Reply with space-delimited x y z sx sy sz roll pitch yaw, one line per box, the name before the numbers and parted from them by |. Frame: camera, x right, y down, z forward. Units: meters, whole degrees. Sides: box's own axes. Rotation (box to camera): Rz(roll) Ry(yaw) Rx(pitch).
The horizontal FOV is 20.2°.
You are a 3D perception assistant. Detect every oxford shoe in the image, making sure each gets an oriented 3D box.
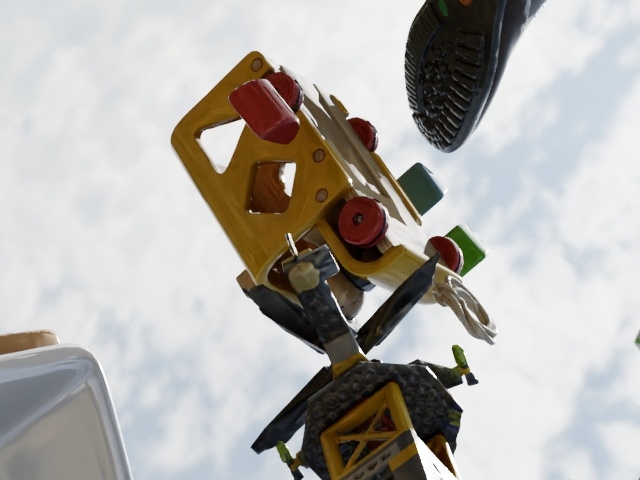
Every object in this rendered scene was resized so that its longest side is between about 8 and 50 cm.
oxford shoe | 0.121 -0.157 1.233 0.083 0.096 0.227 46 -43 32

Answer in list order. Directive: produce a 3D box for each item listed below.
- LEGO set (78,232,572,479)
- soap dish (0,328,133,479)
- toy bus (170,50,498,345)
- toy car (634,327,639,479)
LEGO set | -0.014 0.177 0.709 0.331 0.255 0.192 -44 -158 12
soap dish | -0.174 0.196 0.871 0.118 0.291 0.229 -16 176 23
toy bus | -0.003 -0.007 1.021 0.104 0.191 0.202 -43 -168 16
toy car | 0.262 0.091 1.193 0.239 0.225 0.053 -47 -135 -5
